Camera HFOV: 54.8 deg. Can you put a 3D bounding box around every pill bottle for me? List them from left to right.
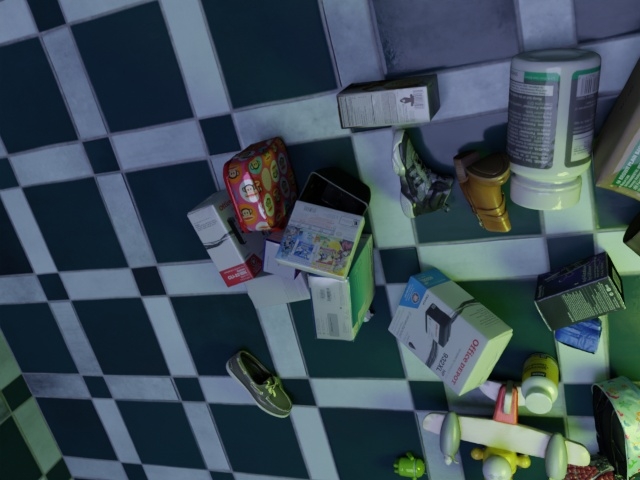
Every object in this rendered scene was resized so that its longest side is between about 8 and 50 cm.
[{"bbox_3d":[0.652,0.426,1.837,0.103,0.184,0.103,9,118,18],"label":"pill bottle"},{"bbox_3d":[0.562,-0.271,1.516,0.204,0.204,0.361,5,116,20],"label":"pill bottle"}]

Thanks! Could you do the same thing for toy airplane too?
[{"bbox_3d":[0.567,0.628,1.921,0.384,0.272,0.386,48,123,-4],"label":"toy airplane"}]

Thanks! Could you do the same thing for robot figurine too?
[{"bbox_3d":[0.325,0.822,2.239,0.115,0.067,0.101,-3,105,23],"label":"robot figurine"}]

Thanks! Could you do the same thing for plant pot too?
[{"bbox_3d":[0.046,-0.109,1.832,0.187,0.167,0.188,32,122,6],"label":"plant pot"}]

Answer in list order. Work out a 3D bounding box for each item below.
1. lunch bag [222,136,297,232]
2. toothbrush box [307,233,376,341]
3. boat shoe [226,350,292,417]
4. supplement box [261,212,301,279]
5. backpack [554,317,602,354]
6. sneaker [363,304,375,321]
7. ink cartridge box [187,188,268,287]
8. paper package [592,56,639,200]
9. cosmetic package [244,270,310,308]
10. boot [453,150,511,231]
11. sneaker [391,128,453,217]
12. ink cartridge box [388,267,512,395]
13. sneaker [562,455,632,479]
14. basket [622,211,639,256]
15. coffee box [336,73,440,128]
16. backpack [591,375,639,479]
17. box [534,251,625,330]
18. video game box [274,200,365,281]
[{"bbox_3d":[-0.161,-0.150,1.825,0.120,0.293,0.258,-11,110,22],"label":"lunch bag"},{"bbox_3d":[0.073,0.132,1.864,0.126,0.295,0.216,3,117,19],"label":"toothbrush box"},{"bbox_3d":[-0.217,0.532,2.296,0.305,0.109,0.091,42,128,3],"label":"boat shoe"},{"bbox_3d":[-0.084,0.013,1.916,0.113,0.220,0.111,16,121,13],"label":"supplement box"},{"bbox_3d":[0.740,0.258,1.773,0.120,0.098,0.101,13,98,26],"label":"backpack"},{"bbox_3d":[0.140,0.217,2.035,0.098,0.038,0.069,41,122,-12],"label":"sneaker"},{"bbox_3d":[-0.281,-0.020,1.994,0.114,0.197,0.273,-20,106,28],"label":"ink cartridge box"},{"bbox_3d":[0.756,-0.278,1.369,0.168,0.309,0.325,24,123,10],"label":"paper package"},{"bbox_3d":[-0.132,0.147,2.084,0.231,0.085,0.117,-11,110,29],"label":"cosmetic package"},{"bbox_3d":[0.442,-0.113,1.614,0.109,0.283,0.220,-26,105,-7],"label":"boot"},{"bbox_3d":[0.292,-0.191,1.734,0.153,0.101,0.269,-3,120,23],"label":"sneaker"},{"bbox_3d":[0.376,0.265,1.829,0.307,0.129,0.223,42,127,34],"label":"ink cartridge box"},{"bbox_3d":[0.885,0.741,1.948,0.299,0.112,0.121,-39,56,43],"label":"sneaker"},{"bbox_3d":[0.901,0.016,1.556,0.226,0.154,0.204,33,121,9],"label":"basket"},{"bbox_3d":[0.183,-0.373,1.661,0.246,0.141,0.098,0,115,24],"label":"coffee box"},{"bbox_3d":[0.884,0.522,1.771,0.191,0.225,0.254,-19,104,6],"label":"backpack"},{"bbox_3d":[0.706,0.140,1.691,0.207,0.153,0.108,-26,103,30],"label":"box"},{"bbox_3d":[0.000,0.000,1.710,0.205,0.187,0.048,15,159,16],"label":"video game box"}]
